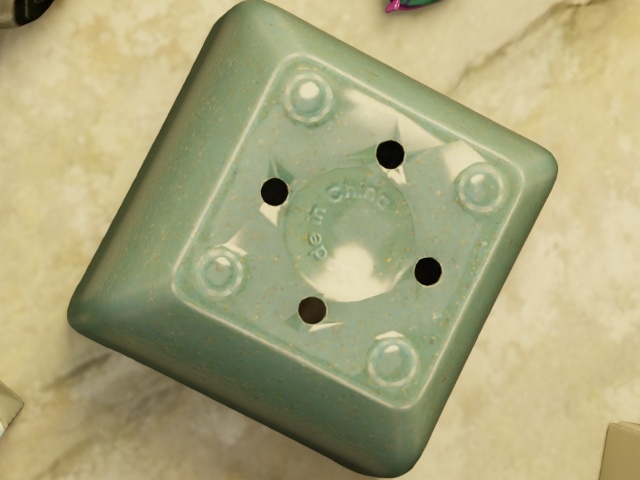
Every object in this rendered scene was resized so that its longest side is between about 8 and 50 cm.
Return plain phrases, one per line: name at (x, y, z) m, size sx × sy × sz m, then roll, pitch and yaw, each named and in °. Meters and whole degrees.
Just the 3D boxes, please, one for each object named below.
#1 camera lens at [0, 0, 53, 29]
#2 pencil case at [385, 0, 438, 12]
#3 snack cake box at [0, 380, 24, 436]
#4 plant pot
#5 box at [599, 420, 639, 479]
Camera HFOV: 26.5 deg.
camera lens at (-0.252, -0.269, 0.815) m, size 0.274 × 0.219 × 0.219 m, roll 24°, pitch 86°, yaw -5°
pencil case at (0.055, -0.236, 0.929) m, size 0.070 × 0.064 × 0.151 m, roll -19°, pitch 90°, yaw -23°
snack cake box at (-0.304, 0.178, 0.829) m, size 0.089 × 0.152 × 0.264 m, roll 41°, pitch 84°, yaw -4°
plant pot at (0.000, 0.000, 0.821) m, size 0.248 × 0.252 × 0.247 m, roll 27°, pitch 86°, yaw -5°
box at (0.262, 0.250, 0.907) m, size 0.149 × 0.127 × 0.232 m, roll 10°, pitch 87°, yaw -6°
